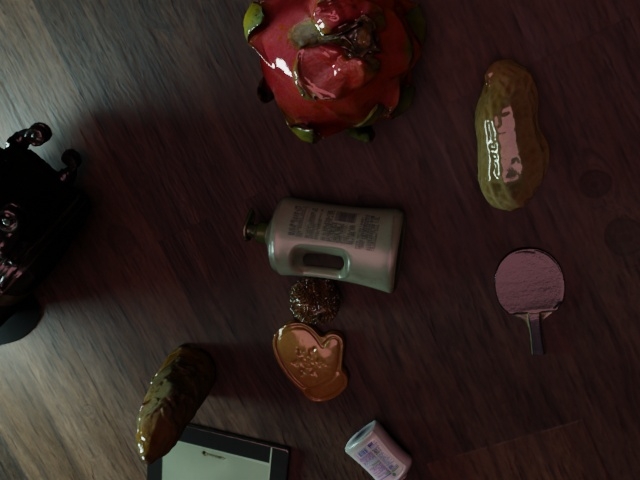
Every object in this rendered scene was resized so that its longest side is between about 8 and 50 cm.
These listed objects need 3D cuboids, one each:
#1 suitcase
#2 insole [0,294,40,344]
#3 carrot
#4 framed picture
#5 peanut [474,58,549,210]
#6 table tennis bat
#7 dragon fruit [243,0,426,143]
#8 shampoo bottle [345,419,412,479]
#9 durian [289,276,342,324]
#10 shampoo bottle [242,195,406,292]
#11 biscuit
[{"bbox_3d":[-0.541,0.040,0.999,0.434,0.283,0.194,-40,109,19],"label":"suitcase"},{"bbox_3d":[-0.590,0.157,1.185,0.231,0.003,0.080,-25,97,20],"label":"insole"},{"bbox_3d":[-0.224,0.254,0.982,0.101,0.263,0.102,1,107,3],"label":"carrot"},{"bbox_3d":[-0.191,0.488,1.164,0.264,0.016,0.347,9,107,13],"label":"framed picture"},{"bbox_3d":[0.246,-0.133,0.842,0.093,0.083,0.194,0,104,14],"label":"peanut"},{"bbox_3d":[0.299,0.087,0.926,0.095,0.014,0.158,-8,101,16],"label":"table tennis bat"},{"bbox_3d":[0.023,-0.229,0.808,0.223,0.227,0.224,6,115,13],"label":"dragon fruit"},{"bbox_3d":[0.097,0.341,1.033,0.099,0.043,0.072,45,111,-1],"label":"shampoo bottle"},{"bbox_3d":[-0.009,0.090,0.970,0.080,0.091,0.080,-1,122,-2],"label":"durian"},{"bbox_3d":[0.000,0.000,0.940,0.234,0.087,0.118,8,90,13],"label":"shampoo bottle"},{"bbox_3d":[-0.009,0.183,1.029,0.118,0.023,0.140,-42,91,21],"label":"biscuit"}]
